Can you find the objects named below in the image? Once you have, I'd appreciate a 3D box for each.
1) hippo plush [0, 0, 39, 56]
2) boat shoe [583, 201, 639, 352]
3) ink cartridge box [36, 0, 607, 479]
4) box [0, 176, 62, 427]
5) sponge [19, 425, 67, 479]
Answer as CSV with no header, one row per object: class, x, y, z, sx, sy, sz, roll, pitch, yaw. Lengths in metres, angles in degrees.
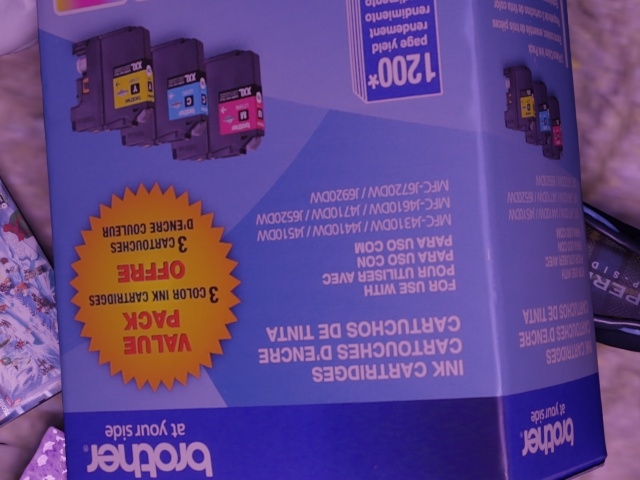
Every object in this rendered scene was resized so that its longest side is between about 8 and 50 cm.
hippo plush,-0.284,-0.156,0.933,0.294,0.236,0.234,12,96,-5
boat shoe,0.118,-0.008,1.048,0.258,0.089,0.109,15,87,-4
ink cartridge box,0.000,0.000,0.954,0.270,0.151,0.395,-5,90,29
box,-0.199,0.038,1.051,0.094,0.027,0.137,-30,90,-6
sponge,-0.161,0.226,1.046,0.117,0.031,0.210,30,86,-3
